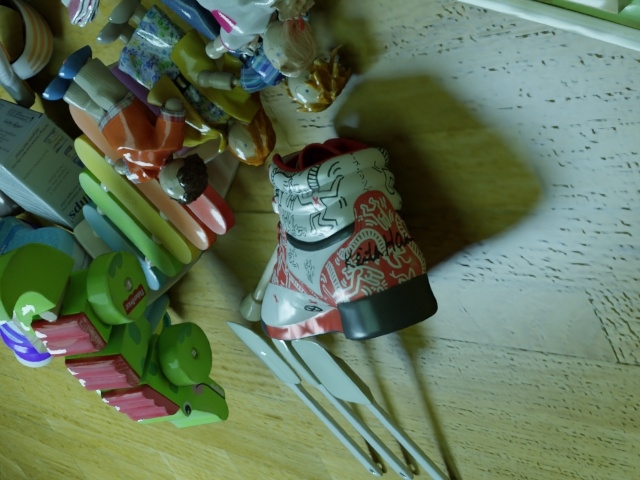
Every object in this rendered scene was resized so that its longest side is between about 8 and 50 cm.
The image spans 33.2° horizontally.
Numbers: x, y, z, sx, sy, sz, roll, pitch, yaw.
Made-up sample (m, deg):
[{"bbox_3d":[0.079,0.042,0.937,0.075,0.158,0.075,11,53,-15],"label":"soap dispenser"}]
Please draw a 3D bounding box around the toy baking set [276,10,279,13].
[{"bbox_3d":[-0.122,-0.259,0.769,0.197,0.030,0.256,6,129,52],"label":"toy baking set"}]

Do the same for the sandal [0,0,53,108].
[{"bbox_3d":[-0.310,-0.203,1.063,0.102,0.076,0.265,47,172,-2],"label":"sandal"}]

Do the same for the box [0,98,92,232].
[{"bbox_3d":[-0.303,-0.080,1.145,0.126,0.072,0.137,21,160,42],"label":"box"}]

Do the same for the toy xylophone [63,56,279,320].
[{"bbox_3d":[-0.136,-0.034,0.993,0.236,0.081,0.322,42,150,15],"label":"toy xylophone"}]

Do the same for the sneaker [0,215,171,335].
[{"bbox_3d":[-0.296,0.074,1.266,0.208,0.127,0.319,36,167,-30],"label":"sneaker"}]

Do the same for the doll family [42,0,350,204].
[{"bbox_3d":[-0.069,-0.133,0.763,0.163,0.118,0.263,41,138,-6],"label":"doll family"}]

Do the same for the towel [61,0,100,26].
[{"bbox_3d":[-0.241,-0.282,0.874,0.197,0.029,0.144,53,161,5],"label":"towel"}]

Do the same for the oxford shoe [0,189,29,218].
[{"bbox_3d":[-0.484,-0.065,1.394,0.364,0.133,0.130,8,129,51],"label":"oxford shoe"}]

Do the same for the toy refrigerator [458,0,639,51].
[{"bbox_3d":[0.146,-0.143,0.459,0.269,0.094,0.102,26,143,36],"label":"toy refrigerator"}]

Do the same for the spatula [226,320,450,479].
[{"bbox_3d":[0.025,0.164,1.007,0.168,0.019,0.242,-1,136,54],"label":"spatula"}]

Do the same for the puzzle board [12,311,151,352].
[{"bbox_3d":[-0.251,0.074,1.100,0.128,0.011,0.096,-13,138,10],"label":"puzzle board"}]

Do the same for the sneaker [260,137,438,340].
[{"bbox_3d":[0.001,0.000,0.846,0.270,0.090,0.145,166,86,-72],"label":"sneaker"}]

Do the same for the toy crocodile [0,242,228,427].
[{"bbox_3d":[-0.199,0.105,1.035,0.115,0.105,0.340,-10,142,22],"label":"toy crocodile"}]

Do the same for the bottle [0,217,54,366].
[{"bbox_3d":[-0.410,0.086,1.505,0.118,0.092,0.283,41,150,16],"label":"bottle"}]
